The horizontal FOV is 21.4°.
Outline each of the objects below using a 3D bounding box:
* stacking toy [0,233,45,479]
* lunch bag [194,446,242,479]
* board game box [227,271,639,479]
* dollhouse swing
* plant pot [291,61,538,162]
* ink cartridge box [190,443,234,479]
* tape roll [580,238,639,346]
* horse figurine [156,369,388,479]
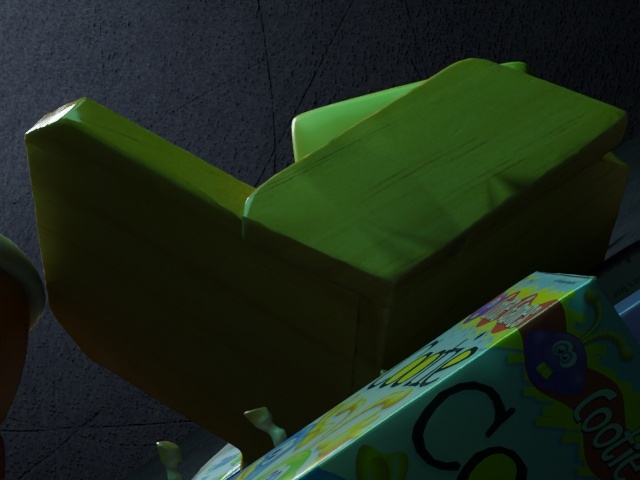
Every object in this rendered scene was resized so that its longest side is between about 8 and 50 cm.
[{"bbox_3d":[-0.357,0.236,1.234,0.350,0.480,0.350,-9,-23,-4],"label":"stacking toy"},{"bbox_3d":[-0.031,0.219,1.607,0.176,0.090,0.219,-34,1,6],"label":"lunch bag"},{"bbox_3d":[0.043,0.148,0.813,0.275,0.144,0.142,-34,1,-3],"label":"board game box"},{"bbox_3d":[0.000,0.000,1.281,0.315,0.305,0.347,-34,-30,-25],"label":"dollhouse swing"},{"bbox_3d":[0.116,0.002,1.515,0.228,0.207,0.227,-12,-29,20],"label":"plant pot"},{"bbox_3d":[-0.066,0.237,1.909,0.239,0.060,0.275,-41,-1,11],"label":"ink cartridge box"},{"bbox_3d":[0.218,0.062,1.112,0.275,0.090,0.275,-33,1,1],"label":"tape roll"},{"bbox_3d":[0.027,0.165,0.948,0.263,0.174,0.066,-20,-4,15],"label":"horse figurine"}]
